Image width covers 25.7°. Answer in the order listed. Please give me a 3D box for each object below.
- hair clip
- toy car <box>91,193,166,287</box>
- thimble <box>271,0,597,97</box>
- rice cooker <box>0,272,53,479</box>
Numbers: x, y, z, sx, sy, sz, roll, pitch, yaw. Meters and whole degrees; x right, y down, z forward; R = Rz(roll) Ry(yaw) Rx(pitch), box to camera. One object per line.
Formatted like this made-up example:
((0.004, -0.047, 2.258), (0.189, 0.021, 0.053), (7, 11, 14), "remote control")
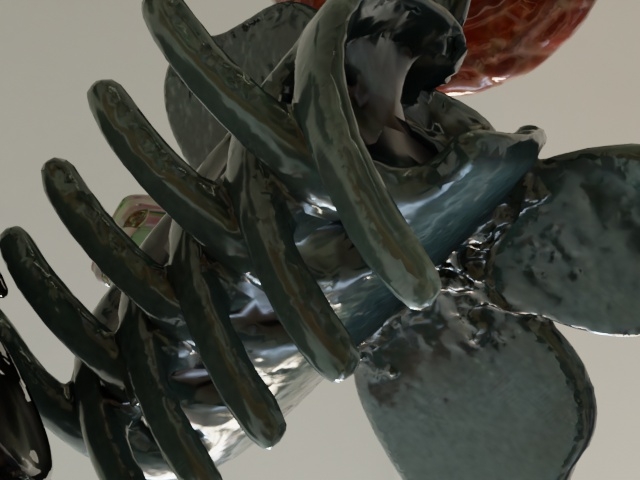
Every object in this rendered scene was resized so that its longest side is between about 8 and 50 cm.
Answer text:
((0.000, 0.000, 0.713), (0.238, 0.392, 0.318), (-20, -19, -44), "hair clip")
((-0.090, 0.023, 1.248), (0.224, 0.076, 0.090), (12, -65, -37), "toy car")
((0.074, -0.215, 0.938), (0.239, 0.162, 0.239), (1, -66, 1), "thimble")
((-0.241, 0.074, 0.623), (0.227, 0.280, 0.241), (-36, -33, -6), "rice cooker")
